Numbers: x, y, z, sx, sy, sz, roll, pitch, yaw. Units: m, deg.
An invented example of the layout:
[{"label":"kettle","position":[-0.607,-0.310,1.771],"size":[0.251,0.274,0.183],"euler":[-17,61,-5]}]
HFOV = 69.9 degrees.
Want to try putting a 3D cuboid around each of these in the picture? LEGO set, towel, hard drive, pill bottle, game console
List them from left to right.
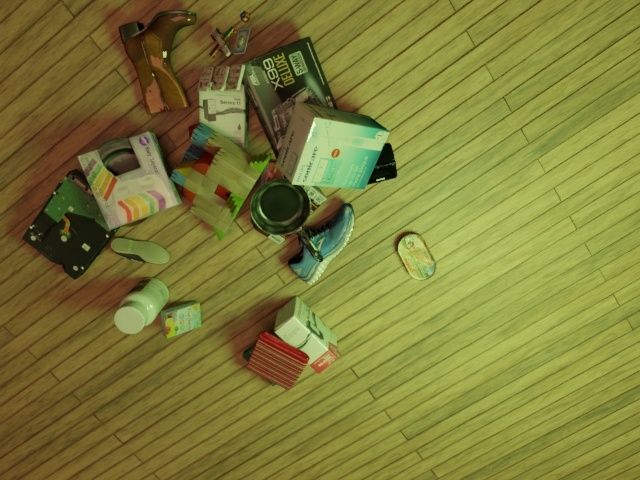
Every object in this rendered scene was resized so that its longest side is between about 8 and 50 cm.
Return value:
[{"label":"hard drive","position":[-0.857,-0.051,1.606],"size":[0.237,0.064,0.339],"euler":[41,112,-10]},{"label":"pill bottle","position":[-0.637,0.232,1.630],"size":[0.131,0.229,0.131],"euler":[0,107,0]},{"label":"LEGO set","position":[-0.275,-0.564,1.390],"size":[0.182,0.060,0.245],"euler":[11,88,35]},{"label":"towel","position":[-0.160,0.446,1.682],"size":[0.198,0.031,0.275],"euler":[28,136,2]},{"label":"game console","position":[0.197,-0.263,1.588],"size":[0.122,0.071,0.107],"euler":[-13,137,5]}]

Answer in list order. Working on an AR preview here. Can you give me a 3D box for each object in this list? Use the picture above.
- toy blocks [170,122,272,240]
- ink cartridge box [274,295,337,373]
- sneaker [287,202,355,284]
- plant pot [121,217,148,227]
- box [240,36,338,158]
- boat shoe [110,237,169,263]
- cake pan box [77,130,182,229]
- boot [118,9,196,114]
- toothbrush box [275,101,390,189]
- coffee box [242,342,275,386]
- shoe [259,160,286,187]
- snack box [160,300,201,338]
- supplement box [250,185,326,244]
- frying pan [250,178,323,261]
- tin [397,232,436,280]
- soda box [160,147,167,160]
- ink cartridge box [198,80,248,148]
[{"label":"toy blocks","position":[-0.358,-0.200,1.497],"size":[0.260,0.191,0.381],"euler":[31,135,-9]},{"label":"ink cartridge box","position":[-0.050,0.345,1.696],"size":[0.100,0.172,0.237],"euler":[-41,103,12]},{"label":"sneaker","position":[0.000,0.000,1.611],"size":[0.147,0.130,0.330],"euler":[34,105,-12]},{"label":"plant pot","position":[-0.692,-0.162,1.609],"size":[0.236,0.032,0.237],"euler":[0,107,0]},{"label":"box","position":[-0.090,-0.448,1.456],"size":[0.242,0.076,0.308],"euler":[-27,107,-14]},{"label":"boat shoe","position":[-0.655,0.046,1.672],"size":[0.206,0.075,0.065],"euler":[16,150,-10]},{"label":"cake pan box","position":[-0.618,-0.199,1.494],"size":[0.245,0.070,0.267],"euler":[-19,99,-4]},{"label":"boot","position":[-0.477,-0.560,1.451],"size":[0.263,0.096,0.281],"euler":[-14,108,4]},{"label":"toothbrush box","position":[0.037,-0.288,1.430],"size":[0.295,0.126,0.216],"euler":[1,125,-36]},{"label":"coffee box","position":[-0.205,0.478,1.806],"size":[0.113,0.040,0.184],"euler":[-39,104,13]},{"label":"shoe","position":[-0.165,-0.184,1.585],"size":[0.081,0.063,0.178],"euler":[9,103,3]},{"label":"snack box","position":[-0.518,0.293,1.707],"size":[0.141,0.037,0.100],"euler":[-15,115,-42]},{"label":"supplement box","position":[-0.111,-0.109,1.580],"size":[0.239,0.073,0.130],"euler":[-44,132,13]},{"label":"frying pan","position":[-0.077,-0.081,1.512],"size":[0.326,0.053,0.197],"euler":[29,107,-22]},{"label":"tin","position":[0.351,0.059,1.678],"size":[0.106,0.040,0.190],"euler":[-28,105,4]},{"label":"soda box","position":[-0.620,-0.291,1.552],"size":[0.181,0.061,0.058],"euler":[8,108,-3]},{"label":"ink cartridge box","position":[-0.315,-0.411,1.501],"size":[0.152,0.087,0.209],"euler":[3,106,-1]}]
